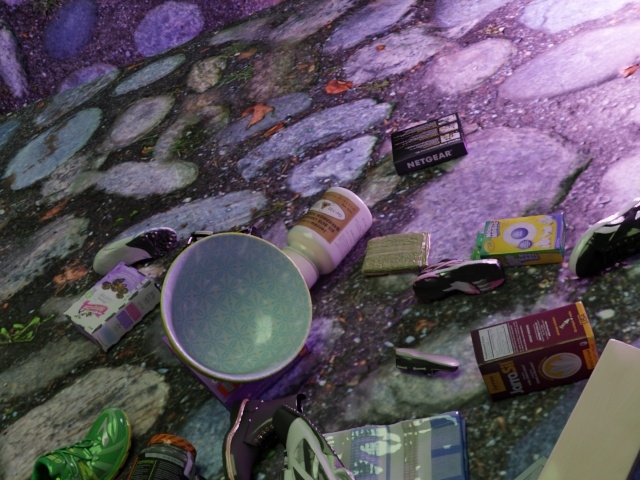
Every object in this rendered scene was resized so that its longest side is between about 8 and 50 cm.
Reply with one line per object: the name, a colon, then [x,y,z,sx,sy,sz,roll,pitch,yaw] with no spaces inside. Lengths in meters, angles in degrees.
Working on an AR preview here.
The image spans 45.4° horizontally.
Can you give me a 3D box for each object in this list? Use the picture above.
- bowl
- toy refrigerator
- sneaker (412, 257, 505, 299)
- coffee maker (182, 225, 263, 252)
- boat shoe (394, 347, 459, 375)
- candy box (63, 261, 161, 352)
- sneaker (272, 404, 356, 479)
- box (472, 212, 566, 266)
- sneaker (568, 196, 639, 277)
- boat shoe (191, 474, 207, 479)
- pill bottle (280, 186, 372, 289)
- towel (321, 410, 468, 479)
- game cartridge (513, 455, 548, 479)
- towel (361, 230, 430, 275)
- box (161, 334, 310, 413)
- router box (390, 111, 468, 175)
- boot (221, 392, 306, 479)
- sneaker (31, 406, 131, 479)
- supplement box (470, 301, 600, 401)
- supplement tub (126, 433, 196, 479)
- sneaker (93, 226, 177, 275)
bowl: [-0.174,0.146,1.482,0.289,0.289,0.156,-52,0,-29]
toy refrigerator: [0.415,0.285,1.110,0.102,0.094,0.269,21,57,30]
sneaker: [0.270,0.059,1.503,0.178,0.072,0.077,-8,30,17]
coffee maker: [-0.230,0.056,1.806,0.178,0.120,0.171,-11,63,23]
boat shoe: [0.190,0.224,1.379,0.125,0.038,0.046,7,7,31]
candy box: [-0.506,0.159,1.877,0.164,0.070,0.196,20,57,45]
sneaker: [-0.021,0.390,1.187,0.146,0.122,0.330,-34,40,-11]
box: [0.389,0.001,1.515,0.179,0.043,0.105,-8,40,28]
sneaker: [0.558,0.005,1.369,0.217,0.079,0.121,-37,36,-14]
boat shoe: [-0.132,0.452,1.266,0.233,0.084,0.079,26,75,39]
pill bottle: [0.000,0.000,1.692,0.131,0.131,0.229,15,54,43]
towel: [0.101,0.385,1.247,0.285,0.034,0.209,-13,39,19]
game cartridge: [0.322,0.366,1.142,0.083,0.017,0.056,-36,33,-10]
towel: [0.163,0.029,1.640,0.148,0.027,0.110,-8,42,24]
box: [-0.184,0.219,1.608,0.201,0.057,0.293,-39,38,-17]
router box: [0.264,-0.238,1.879,0.178,0.046,0.133,-16,38,16]
boot: [-0.098,0.356,1.381,0.137,0.077,0.198,-13,40,12]
sneaker: [-0.474,0.440,1.474,0.109,0.123,0.295,3,46,36]
supplement box: [0.356,0.185,1.263,0.188,0.104,0.081,-18,38,15]
supplement tub: [-0.290,0.448,1.352,0.117,0.117,0.190,-9,40,24]
sneaker: [-0.494,0.018,2.033,0.237,0.085,0.086,-22,29,3]
